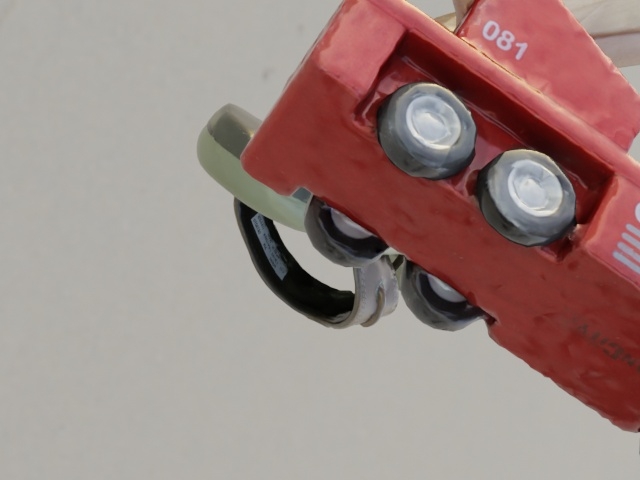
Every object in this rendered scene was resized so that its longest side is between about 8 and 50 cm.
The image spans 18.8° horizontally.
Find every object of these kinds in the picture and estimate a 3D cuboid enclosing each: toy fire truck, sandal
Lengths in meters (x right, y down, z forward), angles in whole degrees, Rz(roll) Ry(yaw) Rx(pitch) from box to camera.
[{"bbox_3d":[0.053,-0.043,0.420,0.135,0.192,0.047,-58,-176,-35],"label":"toy fire truck"},{"bbox_3d":[-0.002,-0.001,1.068,0.086,0.120,0.303,-61,156,2],"label":"sandal"}]
